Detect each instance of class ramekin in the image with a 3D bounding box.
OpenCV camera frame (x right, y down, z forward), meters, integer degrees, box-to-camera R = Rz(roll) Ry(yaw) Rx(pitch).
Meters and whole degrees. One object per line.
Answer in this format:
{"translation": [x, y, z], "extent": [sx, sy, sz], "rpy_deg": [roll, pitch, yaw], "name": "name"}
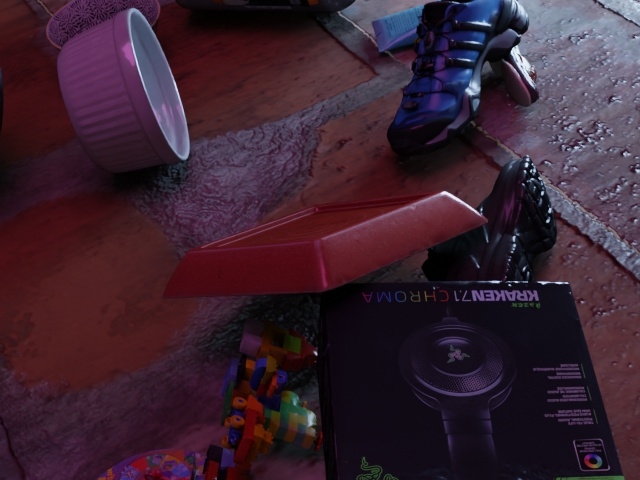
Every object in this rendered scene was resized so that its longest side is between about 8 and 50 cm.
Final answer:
{"translation": [-0.256, -0.185, 1.597], "extent": [0.109, 0.207, 0.207], "rpy_deg": [-18, 41, 6], "name": "ramekin"}

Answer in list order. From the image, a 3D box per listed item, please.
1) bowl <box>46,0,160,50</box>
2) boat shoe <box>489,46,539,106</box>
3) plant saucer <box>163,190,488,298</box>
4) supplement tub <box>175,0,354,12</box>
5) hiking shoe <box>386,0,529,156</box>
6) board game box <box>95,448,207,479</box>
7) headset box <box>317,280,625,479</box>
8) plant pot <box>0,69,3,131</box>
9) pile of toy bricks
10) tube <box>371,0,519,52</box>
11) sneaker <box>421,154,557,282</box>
{"translation": [-0.308, -0.292, 1.812], "extent": [0.170, 0.080, 0.170], "rpy_deg": [-7, 41, 6], "name": "bowl"}
{"translation": [0.262, -0.223, 1.636], "extent": [0.043, 0.049, 0.137], "rpy_deg": [-14, 37, -7], "name": "boat shoe"}
{"translation": [0.000, 0.000, 1.307], "extent": [0.258, 0.048, 0.259], "rpy_deg": [-5, 13, 46], "name": "plant saucer"}
{"translation": [-0.061, -0.435, 1.832], "extent": [0.316, 0.193, 0.193], "rpy_deg": [3, 44, 16], "name": "supplement tub"}
{"translation": [0.151, -0.236, 1.582], "extent": [0.113, 0.132, 0.304], "rpy_deg": [-4, 44, 44], "name": "hiking shoe"}
{"translation": [-0.168, 0.261, 1.203], "extent": [0.133, 0.033, 0.169], "rpy_deg": [-8, 41, 4], "name": "board game box"}
{"translation": [0.125, 0.181, 1.126], "extent": [0.246, 0.131, 0.283], "rpy_deg": [0, 42, -3], "name": "headset box"}
{"translation": [-0.537, -0.140, 1.607], "extent": [0.290, 0.195, 0.290], "rpy_deg": [-6, 42, 5], "name": "plant pot"}
{"translation": [-0.046, 0.178, 1.235], "extent": [0.105, 0.118, 0.212], "rpy_deg": [19, 25, -7], "name": "pile of toy bricks"}
{"translation": [0.177, -0.319, 1.763], "extent": [0.207, 0.052, 0.080], "rpy_deg": [-15, 37, 4], "name": "tube"}
{"translation": [0.181, 0.004, 1.364], "extent": [0.130, 0.109, 0.286], "rpy_deg": [-12, 29, 29], "name": "sneaker"}
